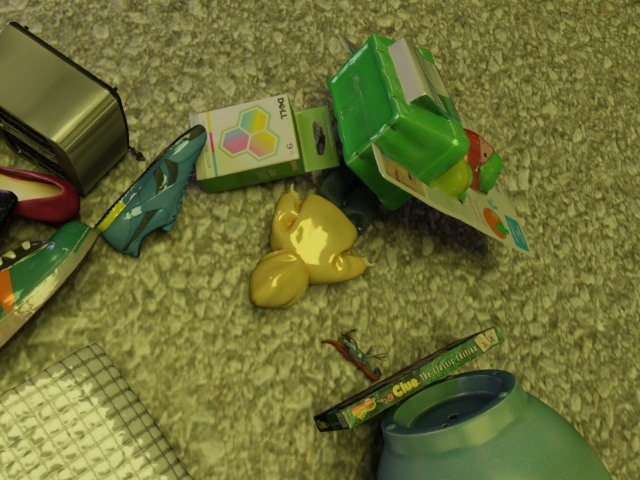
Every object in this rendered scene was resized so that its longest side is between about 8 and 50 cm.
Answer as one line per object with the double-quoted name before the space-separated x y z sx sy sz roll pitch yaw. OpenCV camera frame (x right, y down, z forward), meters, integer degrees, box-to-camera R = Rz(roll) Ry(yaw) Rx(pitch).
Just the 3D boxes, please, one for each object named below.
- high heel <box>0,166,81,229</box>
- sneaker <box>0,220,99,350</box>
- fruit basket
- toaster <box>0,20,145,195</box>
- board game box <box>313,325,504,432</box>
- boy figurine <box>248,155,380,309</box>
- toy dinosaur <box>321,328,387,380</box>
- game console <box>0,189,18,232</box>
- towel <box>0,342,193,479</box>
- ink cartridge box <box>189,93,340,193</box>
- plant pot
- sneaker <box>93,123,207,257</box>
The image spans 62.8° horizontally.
"high heel" -0.429 -0.073 0.660 0.244 0.117 0.082 22 67 -10
"sneaker" -0.404 0.070 0.618 0.121 0.108 0.302 45 65 -13
"fruit basket" 0.189 -0.158 0.815 0.353 0.165 0.327 17 46 -30
"toaster" -0.344 -0.161 0.694 0.186 0.168 0.110 34 68 -3
"board game box" 0.123 0.196 0.738 0.260 0.136 0.030 -21 78 -24
"boy figurine" 0.000 0.000 0.791 0.177 0.092 0.285 38 66 -3
"toy dinosaur" 0.058 0.176 0.790 0.090 0.047 0.082 -18 86 11
"game console" -0.432 -0.022 0.568 0.124 0.085 0.144 8 60 6
"towel" -0.311 0.287 0.579 0.284 0.121 0.235 -34 86 -26
"ink cartridge box" -0.084 -0.149 0.789 0.209 0.062 0.109 -11 74 3
"plant pot" 0.188 0.278 0.629 0.293 0.293 0.196 -22 89 -23
"sneaker" -0.219 -0.069 0.740 0.082 0.069 0.209 42 83 -19
